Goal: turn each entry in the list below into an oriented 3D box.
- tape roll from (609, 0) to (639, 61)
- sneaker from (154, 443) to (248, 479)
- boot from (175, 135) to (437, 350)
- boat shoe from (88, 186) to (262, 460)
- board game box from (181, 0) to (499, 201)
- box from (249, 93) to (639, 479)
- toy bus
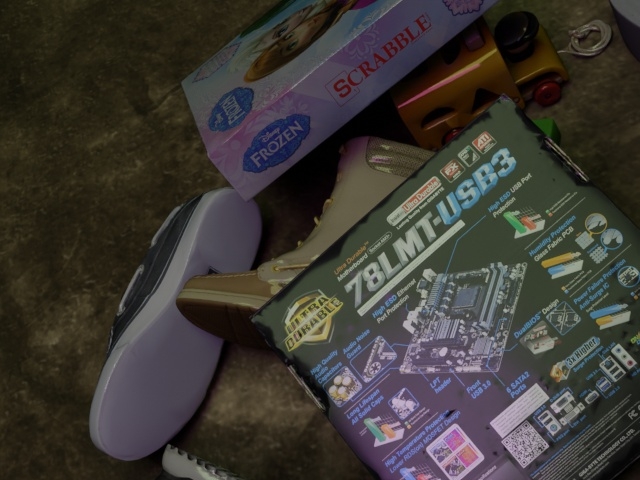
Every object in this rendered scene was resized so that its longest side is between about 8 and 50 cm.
[{"bbox_3d":[0.383,-0.256,1.027,0.219,0.072,0.219,-15,55,23],"label":"tape roll"},{"bbox_3d":[-0.057,0.295,0.923,0.293,0.102,0.146,20,76,42],"label":"sneaker"},{"bbox_3d":[0.000,0.000,1.059,0.261,0.095,0.204,-1,61,17],"label":"boot"},{"bbox_3d":[-0.162,0.079,1.111,0.102,0.108,0.301,-4,58,48],"label":"boat shoe"},{"bbox_3d":[0.006,-0.207,1.135,0.318,0.066,0.319,-39,23,3],"label":"board game box"},{"bbox_3d":[0.141,0.081,0.894,0.295,0.073,0.293,-42,69,2],"label":"box"},{"bbox_3d":[0.159,-0.177,1.085,0.190,0.104,0.202,16,71,36],"label":"toy bus"}]
